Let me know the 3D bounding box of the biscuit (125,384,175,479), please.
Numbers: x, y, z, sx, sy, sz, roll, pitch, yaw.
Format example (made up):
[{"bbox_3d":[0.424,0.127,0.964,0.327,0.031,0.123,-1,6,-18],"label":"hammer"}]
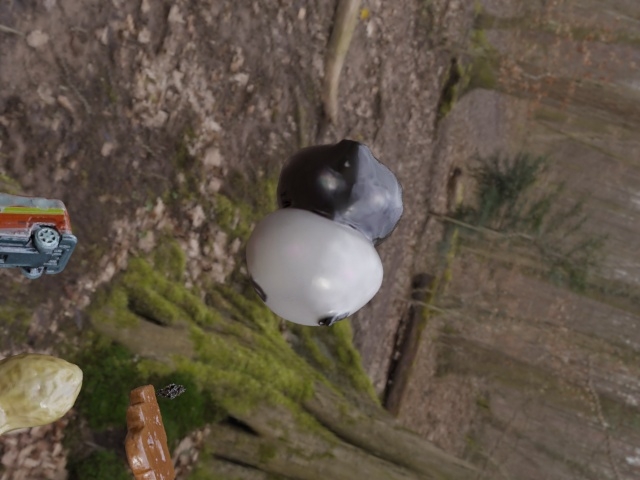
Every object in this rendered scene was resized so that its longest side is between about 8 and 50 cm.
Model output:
[{"bbox_3d":[-0.318,0.390,1.440,0.306,0.043,0.284,-113,-172,-50],"label":"biscuit"}]

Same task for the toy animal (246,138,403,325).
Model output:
[{"bbox_3d":[0.001,0.000,1.039,0.165,0.187,0.235,86,23,-69],"label":"toy animal"}]

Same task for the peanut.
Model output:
[{"bbox_3d":[-0.387,0.197,0.890,0.229,0.103,0.098,-26,146,-22],"label":"peanut"}]

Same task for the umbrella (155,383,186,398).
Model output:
[{"bbox_3d":[-0.220,0.220,1.125,0.031,0.020,0.083,-26,177,-32],"label":"umbrella"}]

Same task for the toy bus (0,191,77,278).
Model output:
[{"bbox_3d":[-0.551,-0.015,1.283,0.121,0.265,0.120,-47,-130,44],"label":"toy bus"}]
